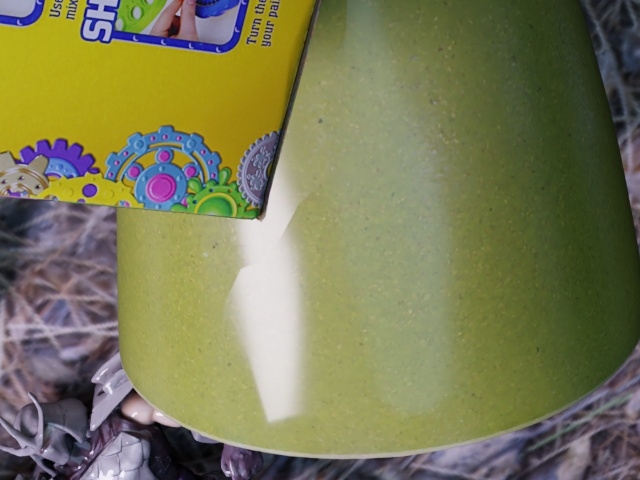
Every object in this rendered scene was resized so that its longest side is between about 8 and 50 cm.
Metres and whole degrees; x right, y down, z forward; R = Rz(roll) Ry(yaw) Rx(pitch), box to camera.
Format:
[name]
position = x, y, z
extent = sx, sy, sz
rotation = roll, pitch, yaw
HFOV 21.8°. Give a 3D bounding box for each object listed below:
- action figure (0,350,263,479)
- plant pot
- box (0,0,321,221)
[action figure]
position = -0.076, 0.171, 1.025
extent = 0.285, 0.099, 0.185
rotation = 33, 116, -23
[plant pot]
position = 0.017, -0.093, 0.806
extent = 0.275, 0.275, 0.293
rotation = -10, 115, -8
[box]
position = -0.174, -0.153, 0.621
extent = 0.279, 0.290, 0.177
rotation = 4, 114, -26
